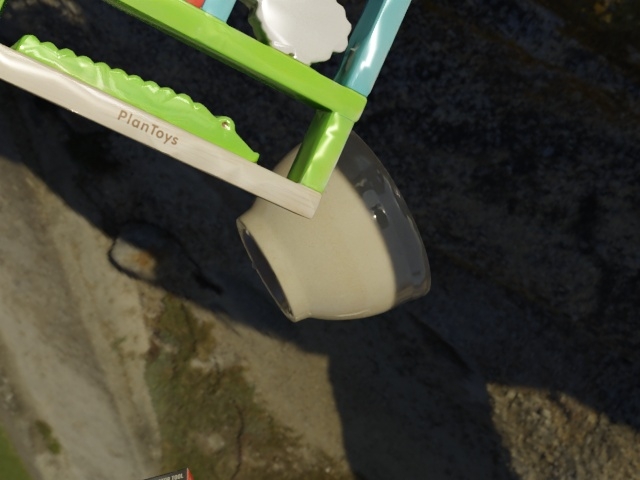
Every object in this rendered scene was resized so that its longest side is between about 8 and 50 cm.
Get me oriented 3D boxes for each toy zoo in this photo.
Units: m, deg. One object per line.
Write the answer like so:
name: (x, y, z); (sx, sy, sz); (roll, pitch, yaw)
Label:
toy zoo: (-0.029, -0.181, 0.428); (0.192, 0.293, 0.030); (24, 180, -22)

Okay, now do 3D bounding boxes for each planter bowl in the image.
planter bowl: (0.000, 0.000, 0.714); (0.162, 0.109, 0.162); (57, 169, 18)

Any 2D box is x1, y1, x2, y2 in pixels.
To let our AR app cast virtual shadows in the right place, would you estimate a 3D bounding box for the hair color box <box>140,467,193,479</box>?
hair color box: (-0.102, 0.226, 0.609); (0.072, 0.043, 0.141); (-16, 123, 3)
